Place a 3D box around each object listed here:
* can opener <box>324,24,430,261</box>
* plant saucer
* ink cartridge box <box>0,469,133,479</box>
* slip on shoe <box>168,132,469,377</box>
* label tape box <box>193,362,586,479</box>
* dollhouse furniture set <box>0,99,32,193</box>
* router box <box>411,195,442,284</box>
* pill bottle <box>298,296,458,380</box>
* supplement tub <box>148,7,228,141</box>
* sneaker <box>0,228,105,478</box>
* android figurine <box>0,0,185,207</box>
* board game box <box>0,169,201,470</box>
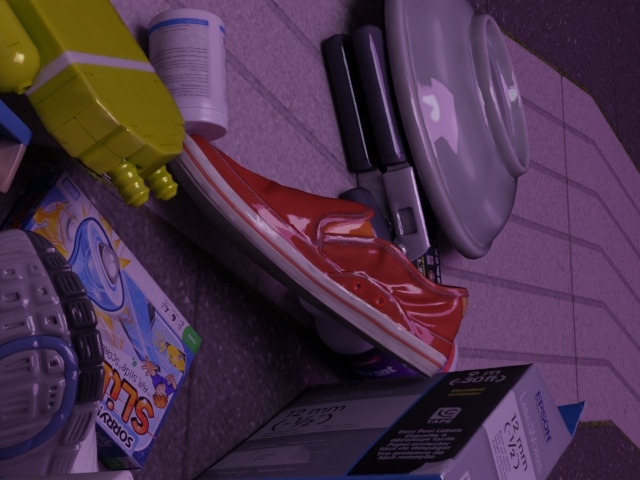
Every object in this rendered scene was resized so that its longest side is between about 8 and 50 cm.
[{"bbox_3d":[0.057,-0.104,1.218,0.095,0.076,0.283,-18,95,-59],"label":"can opener"},{"bbox_3d":[0.197,-0.179,1.373,0.400,0.101,0.400,-13,90,-69],"label":"plant saucer"},{"bbox_3d":[-0.208,0.233,0.539,0.171,0.233,0.168,-30,106,-57],"label":"ink cartridge box"},{"bbox_3d":[0.000,0.000,0.974,0.331,0.123,0.101,36,83,-14],"label":"slip on shoe"},{"bbox_3d":[0.080,0.194,0.996,0.348,0.249,0.115,-33,109,-56],"label":"label tape box"},{"bbox_3d":[-0.333,0.005,0.571,0.303,0.198,0.286,74,36,-80],"label":"dollhouse furniture set"},{"bbox_3d":[0.109,0.004,1.303,0.092,0.038,0.122,8,74,-56],"label":"router box"},{"bbox_3d":[0.060,0.089,1.133,0.193,0.108,0.108,45,45,-42],"label":"pill bottle"},{"bbox_3d":[-0.119,-0.148,0.953,0.071,0.071,0.107,16,68,-56],"label":"supplement tub"},{"bbox_3d":[-0.194,0.138,0.695,0.111,0.129,0.297,-4,99,-14],"label":"sneaker"},{"bbox_3d":[-0.187,-0.145,0.768,0.273,0.056,0.248,58,12,-2],"label":"android figurine"},{"bbox_3d":[-0.181,0.065,0.822,0.201,0.035,0.136,56,38,-33],"label":"board game box"}]
